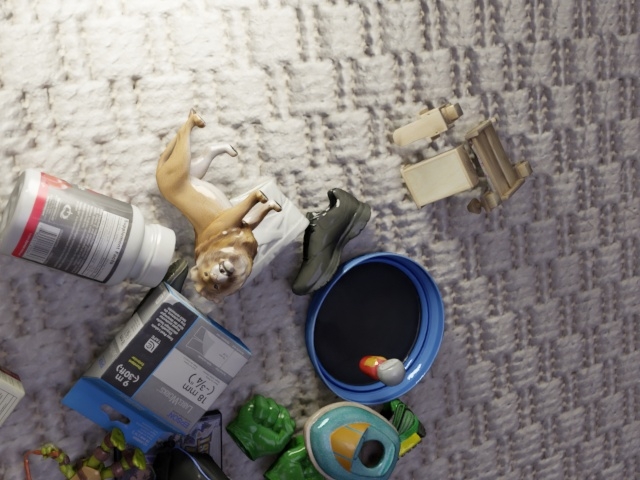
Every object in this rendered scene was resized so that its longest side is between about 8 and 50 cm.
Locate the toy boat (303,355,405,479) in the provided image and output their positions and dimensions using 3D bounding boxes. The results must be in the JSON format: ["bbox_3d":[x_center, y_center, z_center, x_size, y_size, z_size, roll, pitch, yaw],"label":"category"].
[{"bbox_3d":[0.103,0.424,1.792,0.267,0.148,0.318,25,79,-26],"label":"toy boat"}]

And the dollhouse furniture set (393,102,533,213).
[{"bbox_3d":[0.371,-0.230,1.992,0.355,0.174,0.303,-35,102,-49],"label":"dollhouse furniture set"}]

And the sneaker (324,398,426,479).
[{"bbox_3d":[0.099,0.536,1.946,0.343,0.134,0.146,-36,96,-19],"label":"sneaker"}]

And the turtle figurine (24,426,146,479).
[{"bbox_3d":[-0.486,0.516,1.638,0.217,0.087,0.269,-35,97,6],"label":"turtle figurine"}]

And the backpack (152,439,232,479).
[{"bbox_3d":[-0.283,0.620,1.649,0.213,0.276,0.263,39,83,-40],"label":"backpack"}]

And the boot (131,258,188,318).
[{"bbox_3d":[-0.291,0.166,1.696,0.208,0.076,0.189,38,94,-21],"label":"boot"}]

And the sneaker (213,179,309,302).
[{"bbox_3d":[-0.181,-0.009,1.716,0.292,0.108,0.169,-45,109,-19],"label":"sneaker"}]

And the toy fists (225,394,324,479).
[{"bbox_3d":[-0.094,0.499,1.823,0.142,0.096,0.279,-41,100,-24],"label":"toy fists"}]

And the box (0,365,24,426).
[{"bbox_3d":[-0.720,0.285,1.464,0.232,0.127,0.148,39,80,-26],"label":"box"}]

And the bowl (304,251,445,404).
[{"bbox_3d":[0.137,0.220,1.924,0.391,0.077,0.391,-5,100,-26],"label":"bowl"}]

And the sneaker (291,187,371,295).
[{"bbox_3d":[0.000,0.000,1.813,0.130,0.109,0.286,38,71,-21],"label":"sneaker"}]

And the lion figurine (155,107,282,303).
[{"bbox_3d":[-0.247,-0.076,1.617,0.240,0.142,0.392,-40,71,8],"label":"lion figurine"}]

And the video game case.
[{"bbox_3d":[-0.348,0.545,1.752,0.248,0.035,0.274,-4,100,-27],"label":"video game case"}]

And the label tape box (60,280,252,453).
[{"bbox_3d":[-0.346,0.293,1.613,0.240,0.106,0.333,41,86,-26],"label":"label tape box"}]

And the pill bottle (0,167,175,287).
[{"bbox_3d":[-0.463,-0.010,1.519,0.318,0.176,0.176,21,88,-29],"label":"pill bottle"}]
